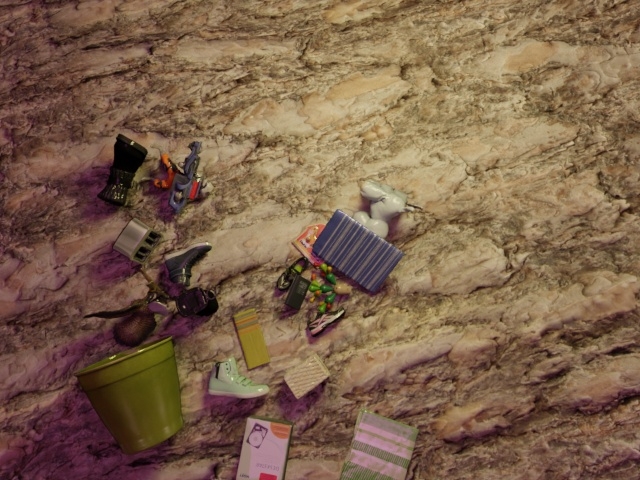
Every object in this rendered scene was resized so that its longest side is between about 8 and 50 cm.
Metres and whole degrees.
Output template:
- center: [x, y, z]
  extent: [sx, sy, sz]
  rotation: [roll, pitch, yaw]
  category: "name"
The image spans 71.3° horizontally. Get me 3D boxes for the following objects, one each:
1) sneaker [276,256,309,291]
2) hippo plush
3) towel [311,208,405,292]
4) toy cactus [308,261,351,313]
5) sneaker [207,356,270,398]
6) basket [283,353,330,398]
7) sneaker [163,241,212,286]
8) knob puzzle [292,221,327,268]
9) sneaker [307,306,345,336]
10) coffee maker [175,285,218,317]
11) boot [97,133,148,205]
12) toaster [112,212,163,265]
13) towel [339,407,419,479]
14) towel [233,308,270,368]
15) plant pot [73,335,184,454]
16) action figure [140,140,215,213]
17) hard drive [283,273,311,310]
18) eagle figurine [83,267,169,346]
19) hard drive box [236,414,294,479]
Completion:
- center: [-0.123, 0.138, 1.921]
  extent: [0.067, 0.078, 0.188]
  rotation: [41, 82, 11]
  category: "sneaker"
- center: [0.266, -0.106, 1.926]
  extent: [0.294, 0.234, 0.236]
  rotation: [33, 111, 24]
  category: "hippo plush"
- center: [0.148, 0.045, 1.869]
  extent: [0.336, 0.040, 0.243]
  rotation: [34, 120, 3]
  category: "towel"
- center: [0.041, 0.199, 1.892]
  extent: [0.181, 0.112, 0.218]
  rotation: [5, 59, -10]
  category: "toy cactus"
- center: [-0.331, 0.557, 1.820]
  extent: [0.256, 0.094, 0.151]
  rotation: [2, 83, 6]
  category: "sneaker"
- center: [-0.057, 0.550, 1.807]
  extent: [0.167, 0.103, 0.113]
  rotation: [-35, 78, -6]
  category: "basket"
- center: [-0.560, 0.110, 1.937]
  extent: [0.226, 0.086, 0.163]
  rotation: [-23, 66, 7]
  category: "sneaker"
- center: [0.000, 0.000, 1.973]
  extent: [0.213, 0.030, 0.213]
  rotation: [-1, 76, 3]
  category: "knob puzzle"
- center: [0.020, 0.325, 1.877]
  extent: [0.178, 0.072, 0.077]
  rotation: [-31, 67, -10]
  category: "sneaker"
- center: [-0.489, 0.259, 1.858]
  extent: [0.171, 0.178, 0.120]
  rotation: [-5, 79, 4]
  category: "coffee maker"
- center: [-0.868, -0.292, 1.941]
  extent: [0.131, 0.348, 0.260]
  rotation: [26, 74, -13]
  category: "boot"
- center: [-0.791, 0.001, 1.932]
  extent: [0.110, 0.185, 0.168]
  rotation: [28, 79, 13]
  category: "toaster"
- center: [0.223, 0.863, 1.756]
  extent: [0.248, 0.038, 0.324]
  rotation: [19, 76, 6]
  category: "towel"
- center: [-0.293, 0.416, 1.895]
  extent: [0.102, 0.021, 0.237]
  rotation: [-20, 77, 4]
  category: "towel"
- center: [-0.698, 0.603, 1.723]
  extent: [0.367, 0.366, 0.352]
  rotation: [-20, 88, -2]
  category: "plant pot"
- center: [-0.615, -0.313, 2.008]
  extent: [0.330, 0.178, 0.341]
  rotation: [31, 105, 4]
  category: "action figure"
- center: [-0.096, 0.222, 1.895]
  extent: [0.022, 0.094, 0.135]
  rotation: [13, 75, 39]
  category: "hard drive"
- center: [-0.784, 0.301, 1.865]
  extent: [0.226, 0.225, 0.298]
  rotation: [46, 72, 1]
  category: "eagle figurine"
- center: [-0.215, 0.827, 1.757]
  extent: [0.181, 0.089, 0.232]
  rotation: [8, 77, 5]
  category: "hard drive box"
